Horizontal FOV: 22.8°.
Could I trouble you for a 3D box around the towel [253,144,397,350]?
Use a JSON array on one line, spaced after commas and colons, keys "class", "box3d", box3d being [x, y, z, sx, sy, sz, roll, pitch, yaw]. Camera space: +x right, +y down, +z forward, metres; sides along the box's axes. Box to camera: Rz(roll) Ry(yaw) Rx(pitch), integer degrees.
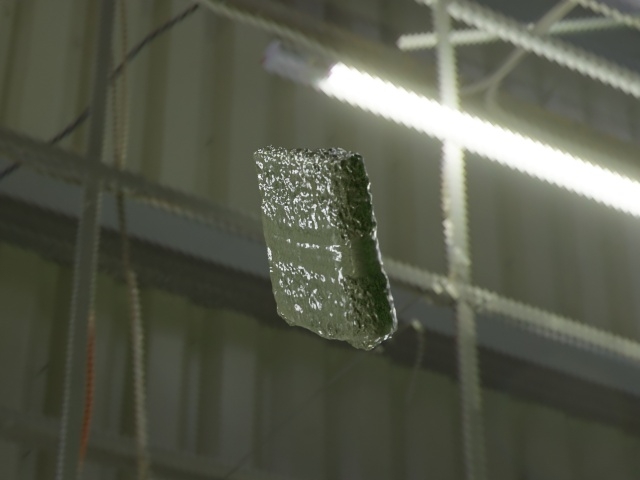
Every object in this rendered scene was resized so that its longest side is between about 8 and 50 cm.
[{"class": "towel", "box3d": [0.000, 0.000, 0.871, 0.027, 0.148, 0.110, -12, -83, -19]}]
